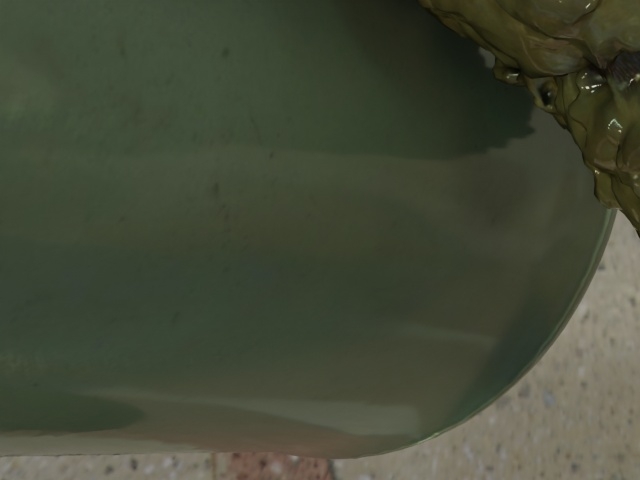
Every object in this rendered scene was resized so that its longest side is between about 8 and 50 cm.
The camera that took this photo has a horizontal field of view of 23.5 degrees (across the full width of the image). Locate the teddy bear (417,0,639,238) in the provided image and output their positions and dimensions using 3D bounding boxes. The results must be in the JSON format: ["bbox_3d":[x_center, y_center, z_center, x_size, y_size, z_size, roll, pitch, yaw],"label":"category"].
[{"bbox_3d":[0.104,-0.084,0.418,0.156,0.267,0.256,-45,104,-23],"label":"teddy bear"}]

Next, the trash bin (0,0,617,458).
[{"bbox_3d":[-0.075,-0.053,0.554,0.280,0.432,0.280,-2,86,32],"label":"trash bin"}]
